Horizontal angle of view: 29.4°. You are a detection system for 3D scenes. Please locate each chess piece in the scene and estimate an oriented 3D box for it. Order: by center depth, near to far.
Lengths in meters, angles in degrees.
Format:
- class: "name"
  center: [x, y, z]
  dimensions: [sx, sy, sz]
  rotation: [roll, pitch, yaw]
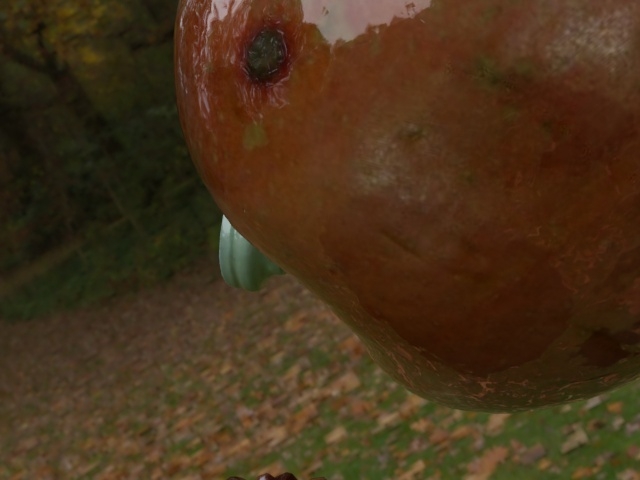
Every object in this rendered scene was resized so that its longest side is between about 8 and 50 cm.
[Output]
- class: "chess piece"
  center: [0.000, 0.000, 0.686]
  dimensions: [0.103, 0.067, 0.067]
  rotation: [6, 16, 10]

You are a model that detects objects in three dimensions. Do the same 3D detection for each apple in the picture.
- class: "apple"
  center: [0.063, -0.057, 0.466]
  dimensions: [0.253, 0.253, 0.253]
  rotation: [-29, 8, 4]

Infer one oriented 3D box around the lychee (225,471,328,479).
- class: "lychee"
  center: [0.007, 0.220, 0.366]
  dimensions: [0.276, 0.304, 0.276]
  rotation: [-18, -19, -6]
